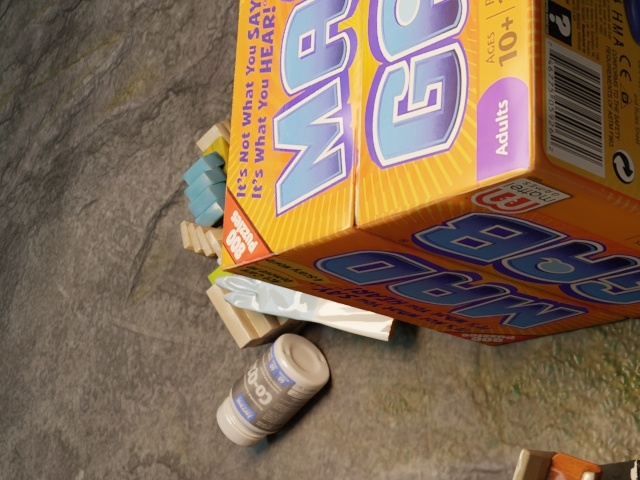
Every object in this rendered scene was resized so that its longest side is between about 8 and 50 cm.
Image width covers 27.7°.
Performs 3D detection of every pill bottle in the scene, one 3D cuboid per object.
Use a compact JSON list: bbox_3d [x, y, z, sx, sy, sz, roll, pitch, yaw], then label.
[{"bbox_3d":[-0.059,0.180,1.538,0.137,0.078,0.078,-47,44,28],"label":"pill bottle"}]

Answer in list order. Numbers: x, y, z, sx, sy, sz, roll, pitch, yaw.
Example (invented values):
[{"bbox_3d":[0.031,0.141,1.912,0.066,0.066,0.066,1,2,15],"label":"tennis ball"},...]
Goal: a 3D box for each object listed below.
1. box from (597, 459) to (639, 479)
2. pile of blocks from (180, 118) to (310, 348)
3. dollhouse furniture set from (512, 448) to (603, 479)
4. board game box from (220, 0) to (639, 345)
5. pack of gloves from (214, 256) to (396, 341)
[{"bbox_3d":[0.272,0.238,1.124,0.052,0.062,0.083,-20,61,44],"label":"box"},{"bbox_3d":[-0.086,-0.038,1.603,0.112,0.149,0.362,-41,47,28],"label":"pile of blocks"},{"bbox_3d":[0.297,0.214,1.030,0.262,0.135,0.259,16,88,26],"label":"dollhouse furniture set"},{"bbox_3d":[0.166,-0.134,1.164,0.356,0.356,0.356,-19,62,46],"label":"board game box"},{"bbox_3d":[0.000,0.000,1.466,0.232,0.046,0.195,11,78,23],"label":"pack of gloves"}]
